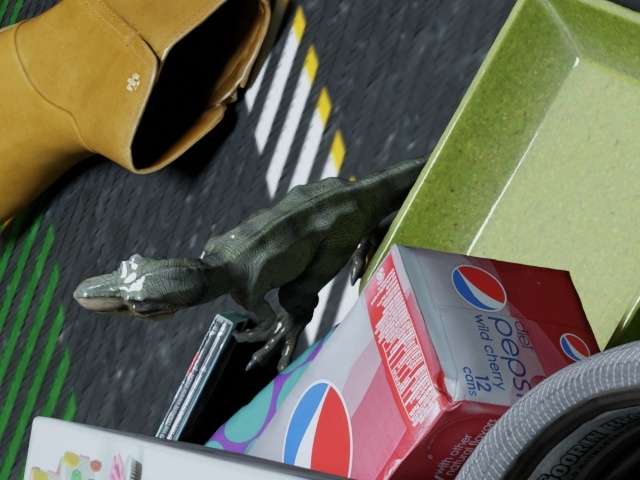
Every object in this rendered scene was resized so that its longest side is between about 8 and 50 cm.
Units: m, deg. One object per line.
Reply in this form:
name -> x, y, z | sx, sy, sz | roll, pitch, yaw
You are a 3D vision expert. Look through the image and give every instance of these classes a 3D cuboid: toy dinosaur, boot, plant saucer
toy dinosaur -> 0.000, 0.000, 0.958 | 0.064, 0.268, 0.118 | 48, 153, 23
boot -> -0.160, -0.086, 1.249 | 0.295, 0.104, 0.211 | -53, 34, 10
plant saucer -> 0.118, -0.013, 0.866 | 0.188, 0.045, 0.188 | -61, 33, 5

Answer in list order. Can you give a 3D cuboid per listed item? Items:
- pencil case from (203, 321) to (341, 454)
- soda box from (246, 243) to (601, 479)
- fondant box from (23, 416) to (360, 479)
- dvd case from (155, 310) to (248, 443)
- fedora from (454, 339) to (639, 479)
pencil case -> -0.018, 0.105, 0.958 | 0.151, 0.064, 0.070 | -41, -2, 30
soda box -> 0.020, 0.120, 0.815 | 0.263, 0.092, 0.083 | -56, 37, 39
fondant box -> -0.034, 0.200, 0.679 | 0.330, 0.096, 0.238 | 0, 79, 62
dvd case -> -0.075, 0.096, 1.049 | 0.119, 0.013, 0.087 | -63, -3, 0
fedora -> 0.132, 0.172, 0.645 | 0.243, 0.124, 0.275 | 0, 76, 56
